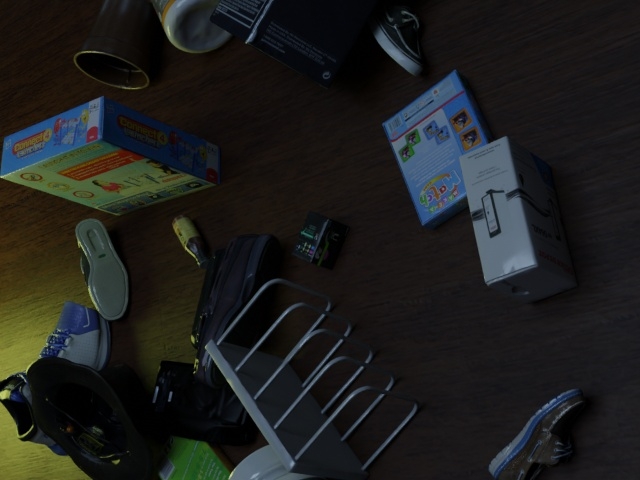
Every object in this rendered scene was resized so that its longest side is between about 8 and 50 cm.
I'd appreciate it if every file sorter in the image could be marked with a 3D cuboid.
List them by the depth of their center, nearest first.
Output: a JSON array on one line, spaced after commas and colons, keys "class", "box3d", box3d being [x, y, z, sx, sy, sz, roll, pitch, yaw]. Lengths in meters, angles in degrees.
[{"class": "file sorter", "box3d": [-0.009, 0.216, 1.588, 0.173, 0.193, 0.278, -51, 51, 12]}]

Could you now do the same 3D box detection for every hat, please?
[{"class": "hat", "box3d": [-0.403, 0.317, 1.892, 0.331, 0.134, 0.331, 22, 133, 25]}]

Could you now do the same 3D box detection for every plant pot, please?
[{"class": "plant pot", "box3d": [-0.433, -0.441, 2.180, 0.167, 0.167, 0.165, -2, 68, 40]}]

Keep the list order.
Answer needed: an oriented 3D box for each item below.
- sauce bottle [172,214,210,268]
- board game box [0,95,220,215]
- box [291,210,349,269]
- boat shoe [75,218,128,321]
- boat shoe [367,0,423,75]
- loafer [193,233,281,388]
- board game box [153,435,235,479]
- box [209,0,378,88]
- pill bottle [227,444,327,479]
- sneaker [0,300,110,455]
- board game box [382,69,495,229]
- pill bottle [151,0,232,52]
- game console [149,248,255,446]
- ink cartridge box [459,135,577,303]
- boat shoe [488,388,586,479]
[{"class": "sauce bottle", "box3d": [-0.250, 0.003, 1.955, 0.042, 0.042, 0.128, -49, 50, 17]}, {"class": "board game box", "box3d": [-0.411, -0.155, 1.966, 0.308, 0.302, 0.086, -13, 68, 36]}, {"class": "box", "box3d": [0.000, 0.000, 1.732, 0.052, 0.062, 0.083, 23, 92, 41]}, {"class": "boat shoe", "box3d": [-0.457, 0.069, 2.100, 0.079, 0.084, 0.233, 114, 139, -58]}, {"class": "boat shoe", "box3d": [0.131, -0.375, 1.732, 0.070, 0.077, 0.219, -43, 52, 23]}, {"class": "loafer", "box3d": [-0.161, 0.119, 1.761, 0.095, 0.109, 0.302, 7, 59, 27]}, {"class": "board game box", "box3d": [-0.203, 0.439, 1.782, 0.259, 0.039, 0.124, 43, 106, 42]}, {"class": "box", "box3d": [-0.024, -0.456, 1.762, 0.294, 0.182, 0.296, -60, 26, 9]}, {"class": "pill bottle", "box3d": [-0.025, 0.461, 1.541, 0.161, 0.161, 0.283, -51, 51, 16]}, {"class": "sneaker", "box3d": [-0.548, 0.275, 2.025, 0.127, 0.182, 0.316, 3, 78, 39]}, {"class": "board game box", "box3d": [0.201, -0.148, 1.626, 0.160, 0.039, 0.211, -35, 56, 27]}, {"class": "pill bottle", "box3d": [-0.279, -0.534, 2.070, 0.162, 0.162, 0.278, -42, 53, 23]}, {"class": "game console", "box3d": [-0.185, 0.187, 1.830, 0.213, 0.044, 0.361, 3, 72, 29]}, {"class": "ink cartridge box", "box3d": [0.287, -0.026, 1.443, 0.086, 0.148, 0.203, -23, 63, 31]}, {"class": "boat shoe", "box3d": [0.314, 0.283, 1.385, 0.066, 0.066, 0.183, 52, 120, 32]}]
